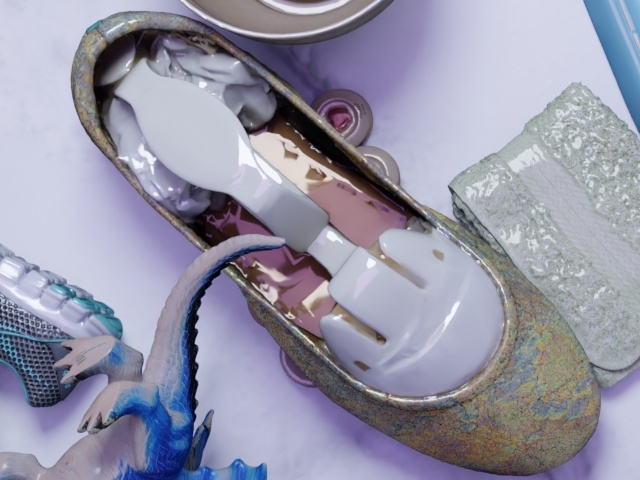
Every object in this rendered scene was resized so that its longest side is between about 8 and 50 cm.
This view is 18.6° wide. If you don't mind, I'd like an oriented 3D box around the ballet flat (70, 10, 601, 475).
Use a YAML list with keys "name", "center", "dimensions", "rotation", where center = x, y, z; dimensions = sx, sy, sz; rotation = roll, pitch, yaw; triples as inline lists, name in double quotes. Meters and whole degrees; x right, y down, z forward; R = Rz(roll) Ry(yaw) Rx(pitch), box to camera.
- name: "ballet flat"
  center: [0.000, 0.000, 1.032]
  dimensions: [0.348, 0.123, 0.123]
  rotation: [42, 90, 10]

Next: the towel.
- name: "towel"
  center: [0.152, -0.005, 1.071]
  dimensions: [0.110, 0.027, 0.148]
  rotation: [-39, 80, 1]

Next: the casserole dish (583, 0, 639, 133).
- name: "casserole dish"
  center: [0.210, -0.126, 1.073]
  dimensions: [0.114, 0.037, 0.188]
  rotation: [-21, 80, 4]

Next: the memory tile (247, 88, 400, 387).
- name: "memory tile"
  center: [0.002, -0.002, 1.097]
  dimensions: [0.113, 0.012, 0.148]
  rotation: [-28, 81, 4]

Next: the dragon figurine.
- name: "dragon figurine"
  center: [-0.087, 0.126, 1.030]
  dimensions: [0.144, 0.085, 0.289]
  rotation: [35, 92, -33]

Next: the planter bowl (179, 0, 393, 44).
- name: "planter bowl"
  center: [-0.012, -0.179, 1.070]
  dimensions: [0.162, 0.109, 0.162]
  rotation: [-1, 84, 8]

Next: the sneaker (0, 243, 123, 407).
- name: "sneaker"
  center: [-0.197, 0.036, 1.095]
  dimensions: [0.166, 0.065, 0.076]
  rotation: [31, 92, 11]
